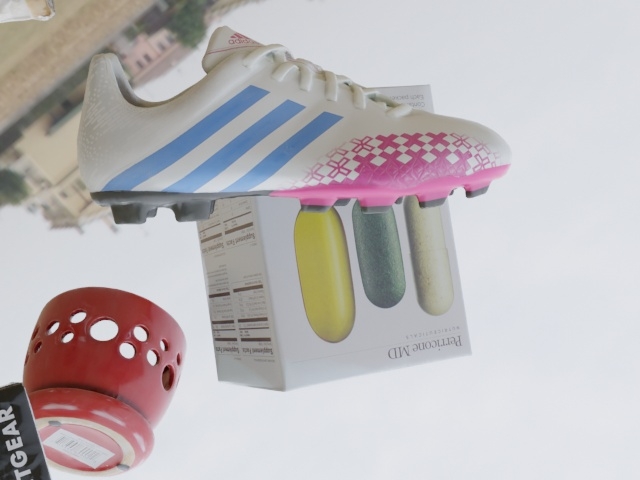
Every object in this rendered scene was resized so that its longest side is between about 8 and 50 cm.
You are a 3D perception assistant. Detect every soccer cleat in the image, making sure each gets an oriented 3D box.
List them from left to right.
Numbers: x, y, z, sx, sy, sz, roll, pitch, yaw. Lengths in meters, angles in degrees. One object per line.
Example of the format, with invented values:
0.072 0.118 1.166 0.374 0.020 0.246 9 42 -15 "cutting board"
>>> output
-0.016 -0.091 0.684 0.332 0.143 0.116 -4 -172 -7 "soccer cleat"

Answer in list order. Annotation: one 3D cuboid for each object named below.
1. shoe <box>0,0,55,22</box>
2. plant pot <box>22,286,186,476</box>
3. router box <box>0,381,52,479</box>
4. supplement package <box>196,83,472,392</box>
-0.227 -0.250 0.595 0.058 0.218 0.076 -11 -175 -1 "shoe"
-0.269 0.177 1.106 0.191 0.191 0.174 -30 -145 30 "plant pot"
-0.187 0.174 0.442 0.133 0.178 0.046 -17 179 -26 "router box"
0.000 0.000 0.907 0.199 0.262 0.198 -7 177 -24 "supplement package"
